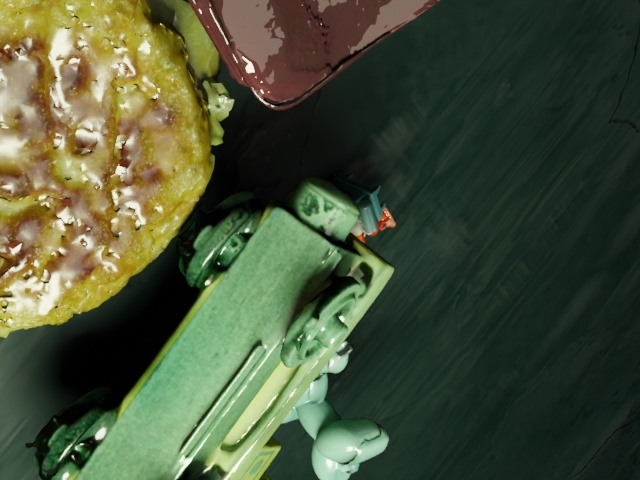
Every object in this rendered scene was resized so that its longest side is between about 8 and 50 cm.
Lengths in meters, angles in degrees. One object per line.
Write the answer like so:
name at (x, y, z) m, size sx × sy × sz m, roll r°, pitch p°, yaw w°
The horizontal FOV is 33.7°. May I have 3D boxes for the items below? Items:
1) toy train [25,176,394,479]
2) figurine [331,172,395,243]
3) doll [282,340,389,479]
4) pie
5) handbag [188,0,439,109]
toy train at (-0.073, 0.115, 0.871) m, size 0.369 × 0.150 × 0.237 m, roll -53°, pitch 161°, yaw 5°
figurine at (0.000, 0.000, 0.973) m, size 0.140 × 0.068 × 0.075 m, roll -42°, pitch 137°, yaw -17°
doll at (-0.002, 0.155, 0.998) m, size 0.059 × 0.158 × 0.159 m, roll -12°, pitch 115°, yaw -37°
pie at (-0.212, -0.076, 0.722) m, size 0.355 × 0.103 × 0.288 m, roll -43°, pitch 131°, yaw -14°
handbag at (-0.015, -0.226, 0.746) m, size 0.203 × 0.074 × 0.216 m, roll -41°, pitch 129°, yaw -12°
